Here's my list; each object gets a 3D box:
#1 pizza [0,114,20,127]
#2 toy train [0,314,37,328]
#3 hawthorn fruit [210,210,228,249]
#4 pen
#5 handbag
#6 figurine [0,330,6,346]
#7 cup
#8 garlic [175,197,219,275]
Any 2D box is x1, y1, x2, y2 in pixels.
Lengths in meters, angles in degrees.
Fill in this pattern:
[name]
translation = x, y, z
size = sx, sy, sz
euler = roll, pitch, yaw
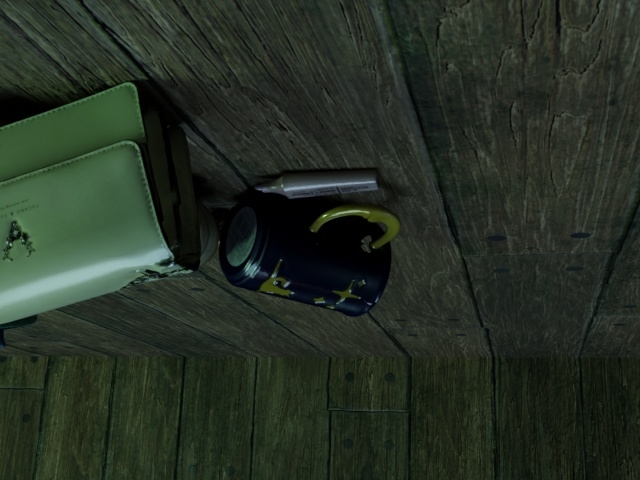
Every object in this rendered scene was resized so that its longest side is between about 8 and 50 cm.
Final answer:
[pizza]
translation = -0.457, -0.143, 1.101
size = 0.161, 0.062, 0.182
euler = 10, 157, -4
[toy train]
translation = -0.560, 0.016, 1.252
size = 0.167, 0.298, 0.238
euler = -11, 173, 41
[hawthorn fruit]
translation = -0.185, -0.017, 1.462
size = 0.077, 0.077, 0.077
euler = 2, 164, 1
[pen]
translation = -0.007, -0.088, 1.261
size = 0.197, 0.032, 0.053
euler = -3, 163, 13
[handbag]
translation = -0.350, -0.027, 1.029
size = 0.359, 0.236, 0.160
euler = -16, 162, 11
[figurine]
translation = -0.620, 0.068, 1.558
size = 0.243, 0.297, 0.416
euler = 32, 175, 27
[cup]
translation = -0.009, -0.009, 1.370
size = 0.256, 0.178, 0.255
euler = 16, 120, -33
[garlic]
translation = -0.276, -0.021, 1.315
size = 0.228, 0.152, 0.228
euler = -3, 170, -1
